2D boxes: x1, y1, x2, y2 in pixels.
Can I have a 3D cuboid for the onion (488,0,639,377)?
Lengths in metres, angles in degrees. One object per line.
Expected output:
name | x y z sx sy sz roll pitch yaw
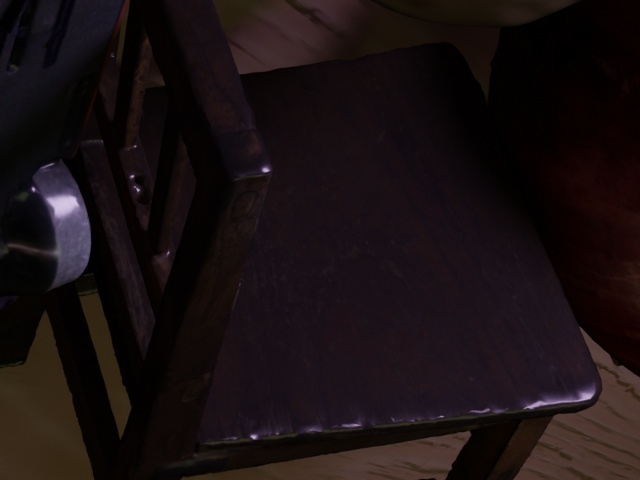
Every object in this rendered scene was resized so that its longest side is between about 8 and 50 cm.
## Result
onion | 0.242 -0.062 0.959 0.341 0.341 0.341 -28 156 -14

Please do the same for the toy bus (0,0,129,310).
toy bus | -0.144 -0.085 0.605 0.143 0.153 0.329 -24 156 -35

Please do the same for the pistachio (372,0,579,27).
pistachio | 0.068 -0.171 0.731 0.153 0.138 0.238 -38 159 -21

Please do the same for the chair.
chair | 0.000 0.000 0.840 0.241 0.203 0.416 -7 151 -22
